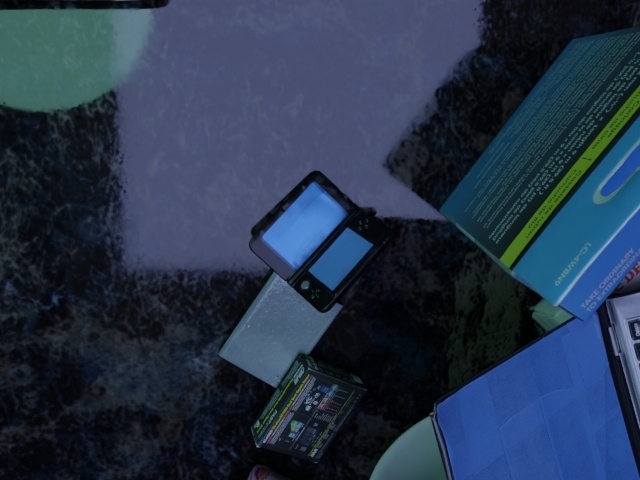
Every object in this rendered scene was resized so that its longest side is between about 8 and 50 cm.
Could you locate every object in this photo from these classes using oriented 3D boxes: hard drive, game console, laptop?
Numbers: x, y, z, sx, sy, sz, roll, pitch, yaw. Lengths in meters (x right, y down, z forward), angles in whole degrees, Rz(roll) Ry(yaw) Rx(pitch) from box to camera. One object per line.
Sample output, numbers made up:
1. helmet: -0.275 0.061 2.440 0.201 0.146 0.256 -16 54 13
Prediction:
1. hard drive: -0.049 0.106 0.752 0.094 0.022 0.135 32 100 -11
2. game console: 0.000 0.000 0.693 0.122 0.107 0.071 -48 131 -4
3. laptop: 0.348 0.237 0.497 0.408 0.236 0.382 -15 92 18

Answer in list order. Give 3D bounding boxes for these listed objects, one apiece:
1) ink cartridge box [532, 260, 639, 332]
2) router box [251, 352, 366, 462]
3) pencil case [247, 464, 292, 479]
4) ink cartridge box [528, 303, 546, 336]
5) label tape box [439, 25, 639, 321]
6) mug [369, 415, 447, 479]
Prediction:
1. ink cartridge box: 0.370 0.106 0.667 0.160 0.092 0.219 -44 83 -1
2. router box: -0.015 0.208 0.761 0.092 0.038 0.122 27 102 -28
3. pencil case: -0.117 0.421 0.782 0.124 0.124 0.284 38 98 -12
4. ink cartridge box: 0.455 0.162 0.734 0.307 0.072 0.303 -22 82 1
5. label tape box: 0.258 -0.065 0.561 0.115 0.347 0.249 35 100 -11
6. mug: 0.205 0.423 0.693 0.374 0.276 0.328 -38 114 -38
